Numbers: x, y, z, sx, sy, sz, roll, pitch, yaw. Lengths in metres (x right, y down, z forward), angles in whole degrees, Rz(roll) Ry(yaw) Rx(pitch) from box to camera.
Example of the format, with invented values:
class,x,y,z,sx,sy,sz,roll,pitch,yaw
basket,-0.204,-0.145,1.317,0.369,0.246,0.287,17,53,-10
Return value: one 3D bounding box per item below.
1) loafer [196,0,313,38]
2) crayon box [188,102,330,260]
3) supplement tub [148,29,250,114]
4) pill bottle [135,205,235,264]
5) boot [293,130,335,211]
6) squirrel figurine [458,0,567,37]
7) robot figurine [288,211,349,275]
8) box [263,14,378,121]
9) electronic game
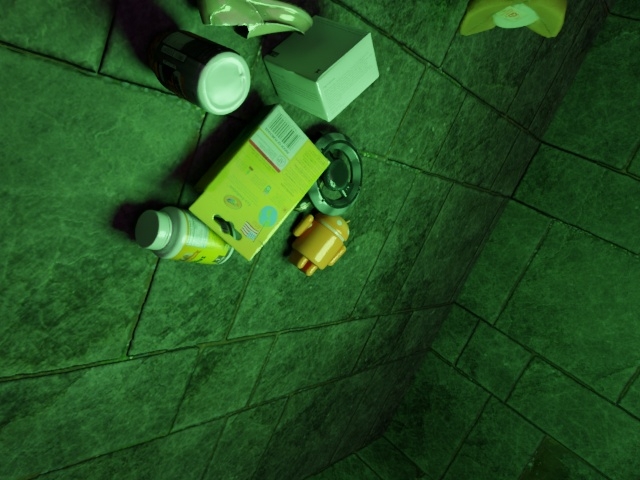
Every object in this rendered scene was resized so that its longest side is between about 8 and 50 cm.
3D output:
class,x,y,z,sx,sy,sz,roll,pitch,yaw
loafer,-0.135,-0.452,1.003,0.269,0.102,0.092,-2,121,-40
crayon box,-0.149,-0.137,1.175,0.202,0.081,0.318,46,75,-30
supplement tub,-0.228,-0.313,0.914,0.117,0.190,0.116,-30,138,-32
pill bottle,-0.306,-0.011,1.137,0.215,0.117,0.117,13,107,-54
boot,-0.038,-0.190,1.371,0.197,0.077,0.137,-58,144,-22
squirrel figurine,0.526,-0.789,1.315,0.397,0.281,0.370,22,73,-75
robot figurine,-0.001,-0.001,1.514,0.219,0.158,0.128,-51,175,-7
box,0.003,-0.396,1.138,0.182,0.181,0.119,-45,145,-15
electronic game,0.039,-0.182,1.373,0.229,0.048,0.229,-9,103,-44
